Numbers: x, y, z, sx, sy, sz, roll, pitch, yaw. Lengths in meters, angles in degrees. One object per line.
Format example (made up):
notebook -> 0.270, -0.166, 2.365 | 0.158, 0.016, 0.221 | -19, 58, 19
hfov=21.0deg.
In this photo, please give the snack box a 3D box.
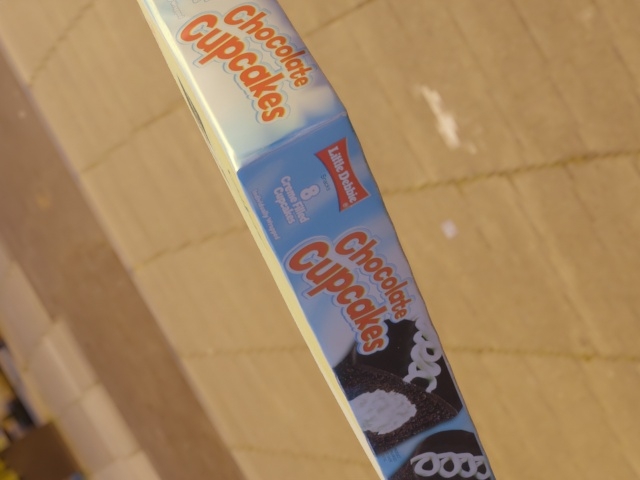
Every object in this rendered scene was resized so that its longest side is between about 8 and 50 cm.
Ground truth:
snack box -> 0.000, 0.000, 0.884 | 0.187, 0.060, 0.322 | 60, 176, 43
